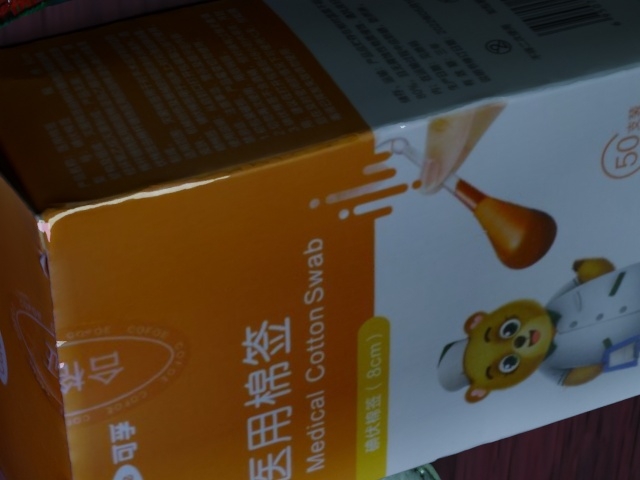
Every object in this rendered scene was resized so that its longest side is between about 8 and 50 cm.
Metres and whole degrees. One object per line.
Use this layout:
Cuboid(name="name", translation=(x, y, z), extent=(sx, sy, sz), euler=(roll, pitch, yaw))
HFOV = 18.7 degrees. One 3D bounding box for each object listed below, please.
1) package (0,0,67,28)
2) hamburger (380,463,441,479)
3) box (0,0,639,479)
Cuboid(name="package", translation=(-0.110, -0.195, 0.796), extent=(0.166, 0.040, 0.232), euler=(-29, 136, -45))
Cuboid(name="hamburger", translation=(0.013, 0.159, 1.154), extent=(0.121, 0.054, 0.084), euler=(-33, 129, -9))
Cuboid(name="box", translation=(0.000, 0.000, 0.968), extent=(0.341, 0.143, 0.225), euler=(-15, 129, -19))
